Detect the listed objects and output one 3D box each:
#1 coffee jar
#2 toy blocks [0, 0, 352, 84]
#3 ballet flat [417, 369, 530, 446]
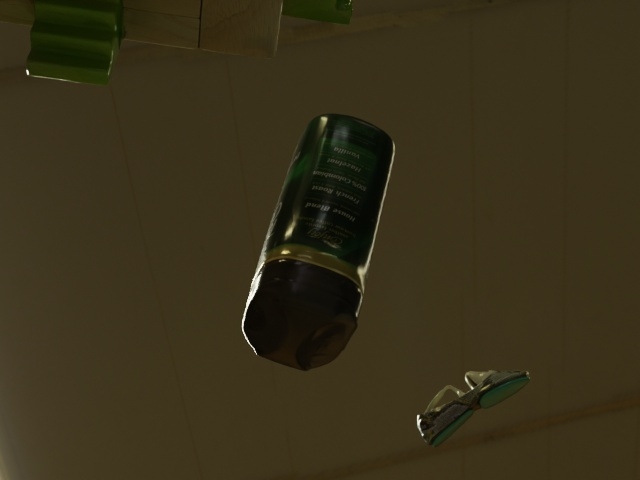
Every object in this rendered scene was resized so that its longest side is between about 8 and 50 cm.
[{"bbox_3d":[0.000,0.000,0.708,0.079,0.184,0.096,18,-38,-5],"label":"coffee jar"},{"bbox_3d":[-0.150,-0.252,0.527,0.381,0.191,0.261,8,-43,-5],"label":"toy blocks"},{"bbox_3d":[0.135,0.141,0.869,0.114,0.041,0.041,-32,-61,-10],"label":"ballet flat"}]
